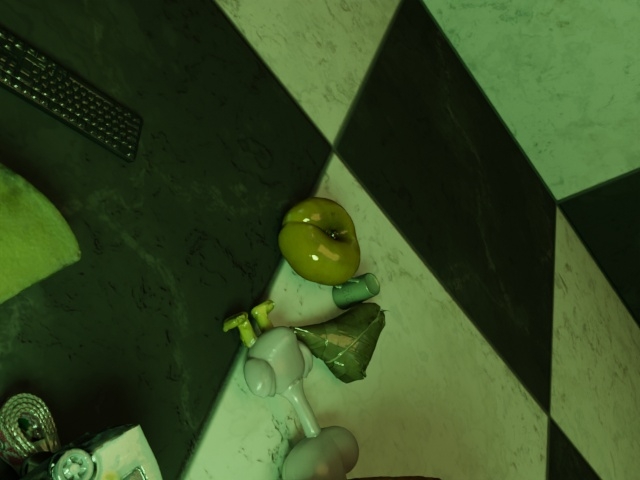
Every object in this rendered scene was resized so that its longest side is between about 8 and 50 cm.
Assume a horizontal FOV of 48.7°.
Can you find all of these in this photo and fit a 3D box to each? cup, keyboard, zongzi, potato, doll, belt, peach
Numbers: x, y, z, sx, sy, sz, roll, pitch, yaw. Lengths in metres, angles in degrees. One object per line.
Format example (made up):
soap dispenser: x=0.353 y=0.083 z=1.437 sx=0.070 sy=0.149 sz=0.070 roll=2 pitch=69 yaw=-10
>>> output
cup: x=0.065 y=0.090 z=1.385 sx=0.075 sy=0.083 sz=0.054 roll=58 pitch=36 yaw=-7
keyboard: x=-0.392 y=-0.221 z=1.027 sx=0.309 sy=0.018 sz=0.101 roll=33 pitch=45 yaw=-38
zongzi: x=0.037 y=0.142 z=1.304 sx=0.178 sy=0.081 sz=0.189 roll=42 pitch=54 yaw=-23
potato: x=-0.403 y=0.023 z=0.789 sx=0.255 sy=0.112 sz=0.270 roll=6 pitch=68 yaw=-55
doll: x=-0.034 y=0.273 z=1.136 sx=0.160 sy=0.094 sz=0.365 roll=-18 pitch=84 yaw=-58
belt: x=-0.304 y=0.282 z=0.808 sx=0.071 sy=0.053 sz=0.232 roll=-27 pitch=91 yaw=-56
peach: x=0.000 y=0.000 z=1.335 sx=0.179 sy=0.103 sz=0.179 roll=25 pitch=46 yaw=-28

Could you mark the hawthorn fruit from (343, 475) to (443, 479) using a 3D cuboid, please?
hawthorn fruit: x=0.129 y=0.513 z=0.914 sx=0.471 sy=0.471 sz=0.472 roll=30 pitch=47 yaw=-40

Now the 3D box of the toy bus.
toy bus: x=-0.309 y=0.310 z=0.690 sx=0.342 sy=0.097 sz=0.138 roll=-28 pitch=93 yaw=-43
